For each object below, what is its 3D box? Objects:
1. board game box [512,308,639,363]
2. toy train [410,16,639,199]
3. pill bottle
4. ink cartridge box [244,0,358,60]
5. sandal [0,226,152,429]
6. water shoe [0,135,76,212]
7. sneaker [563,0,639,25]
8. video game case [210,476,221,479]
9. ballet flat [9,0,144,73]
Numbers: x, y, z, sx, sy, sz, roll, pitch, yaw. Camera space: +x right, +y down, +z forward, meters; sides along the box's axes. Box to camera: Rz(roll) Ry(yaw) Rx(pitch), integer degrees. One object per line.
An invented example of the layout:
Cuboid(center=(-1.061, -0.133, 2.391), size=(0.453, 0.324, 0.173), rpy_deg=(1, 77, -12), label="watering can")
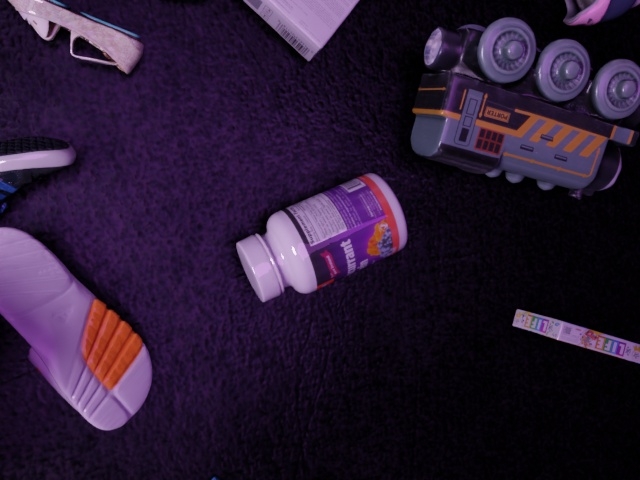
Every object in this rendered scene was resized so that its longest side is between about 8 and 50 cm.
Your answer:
Cuboid(center=(0.369, 0.137, 0.865), size=(0.154, 0.103, 0.026), rpy_deg=(17, 88, -16), label="board game box")
Cuboid(center=(0.278, -0.171, 0.815), size=(0.333, 0.142, 0.191), rpy_deg=(12, 102, -18), label="toy train")
Cuboid(center=(0.000, 0.000, 0.749), size=(0.193, 0.108, 0.108), rpy_deg=(-24, 99, -13), label="pill bottle")
Cuboid(center=(-0.016, -0.341, 0.773), size=(0.145, 0.045, 0.179), rpy_deg=(40, 64, -14), label="ink cartridge box")
Cuboid(center=(-0.290, 0.096, 0.686), size=(0.102, 0.076, 0.265), rpy_deg=(-45, 116, -33), label="sandal")
Cuboid(center=(-0.368, -0.060, 0.671), size=(0.203, 0.073, 0.080), rpy_deg=(-13, 118, -11), label="water shoe")
Cuboid(center=(0.341, -0.449, 0.823), size=(0.131, 0.112, 0.319), rpy_deg=(-31, 99, -15), label="sneaker")
Cuboid(center=(-0.151, 0.402, 0.774), size=(0.166, 0.015, 0.119), rpy_deg=(-46, 103, -9), label="video game case")
Cuboid(center=(-0.285, -0.239, 0.684), size=(0.168, 0.057, 0.053), rpy_deg=(22, 96, -16), label="ballet flat")
